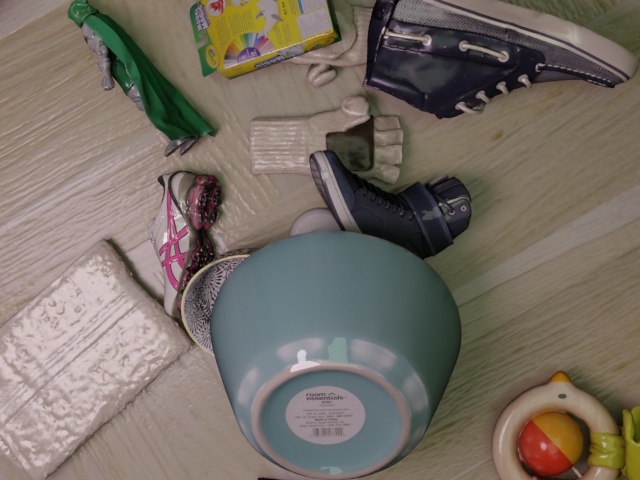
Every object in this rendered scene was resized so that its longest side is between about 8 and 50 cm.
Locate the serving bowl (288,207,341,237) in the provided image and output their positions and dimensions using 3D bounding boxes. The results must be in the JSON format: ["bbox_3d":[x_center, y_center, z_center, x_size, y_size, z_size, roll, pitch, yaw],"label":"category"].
[{"bbox_3d":[0.000,0.000,1.415,0.083,0.027,0.083,0,94,-1],"label":"serving bowl"}]

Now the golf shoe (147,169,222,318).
[{"bbox_3d":[-0.179,0.004,1.399,0.085,0.067,0.186,9,91,22],"label":"golf shoe"}]

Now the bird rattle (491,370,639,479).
[{"bbox_3d":[0.312,0.287,1.413,0.253,0.143,0.207,-43,81,14],"label":"bird rattle"}]

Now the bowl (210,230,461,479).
[{"bbox_3d":[0.016,0.161,1.290,0.311,0.163,0.312,1,124,1],"label":"bowl"}]

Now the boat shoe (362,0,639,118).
[{"bbox_3d":[0.212,-0.212,1.361,0.340,0.127,0.158,18,96,-5],"label":"boat shoe"}]

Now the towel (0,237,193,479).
[{"bbox_3d":[-0.321,0.156,1.406,0.282,0.049,0.187,-41,94,0],"label":"towel"}]

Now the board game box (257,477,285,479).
[{"bbox_3d":[0.004,0.416,1.415,0.194,0.060,0.194,7,91,-3],"label":"board game box"}]

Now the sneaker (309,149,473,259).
[{"bbox_3d":[0.091,-0.056,1.352,0.163,0.086,0.226,-30,130,2],"label":"sneaker"}]

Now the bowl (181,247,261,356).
[{"bbox_3d":[-0.085,0.067,1.377,0.170,0.080,0.170,1,124,1],"label":"bowl"}]

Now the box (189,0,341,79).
[{"bbox_3d":[-0.071,-0.270,1.365,0.179,0.043,0.105,-16,76,14],"label":"box"}]

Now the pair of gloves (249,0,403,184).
[{"bbox_3d":[0.015,-0.193,1.400,0.204,0.042,0.240,6,92,-1],"label":"pair of gloves"}]

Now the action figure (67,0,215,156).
[{"bbox_3d":[-0.236,-0.207,1.367,0.063,0.137,0.232,-39,84,13],"label":"action figure"}]
